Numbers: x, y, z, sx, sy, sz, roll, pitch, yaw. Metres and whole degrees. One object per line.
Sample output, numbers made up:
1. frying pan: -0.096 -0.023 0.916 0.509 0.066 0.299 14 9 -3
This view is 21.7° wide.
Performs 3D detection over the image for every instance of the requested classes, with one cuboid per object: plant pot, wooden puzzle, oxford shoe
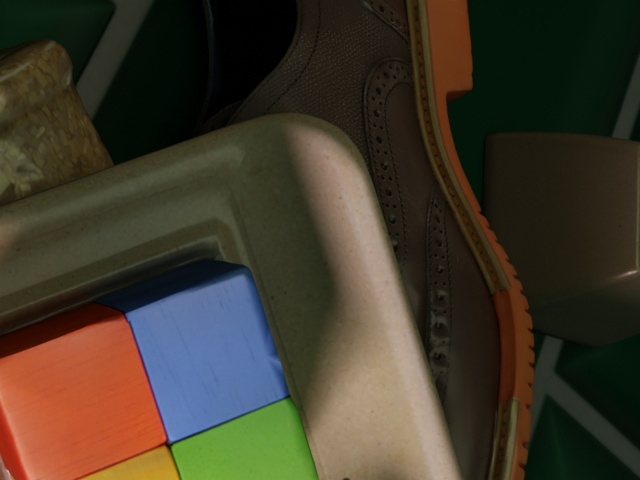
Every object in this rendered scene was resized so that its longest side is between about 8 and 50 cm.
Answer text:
1. plant pot: 0.162 -0.005 0.939 0.109 0.096 0.109 16 72 -42
2. wooden puzzle: -0.099 0.158 0.562 0.347 0.080 0.322 -20 101 -15
3. oxford shoe: 0.000 0.000 0.759 0.132 0.130 0.364 10 60 -36

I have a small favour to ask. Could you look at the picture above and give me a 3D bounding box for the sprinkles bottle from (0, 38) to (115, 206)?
1. sprinkles bottle: -0.078 0.100 0.675 0.121 0.121 0.355 -38 109 -40
